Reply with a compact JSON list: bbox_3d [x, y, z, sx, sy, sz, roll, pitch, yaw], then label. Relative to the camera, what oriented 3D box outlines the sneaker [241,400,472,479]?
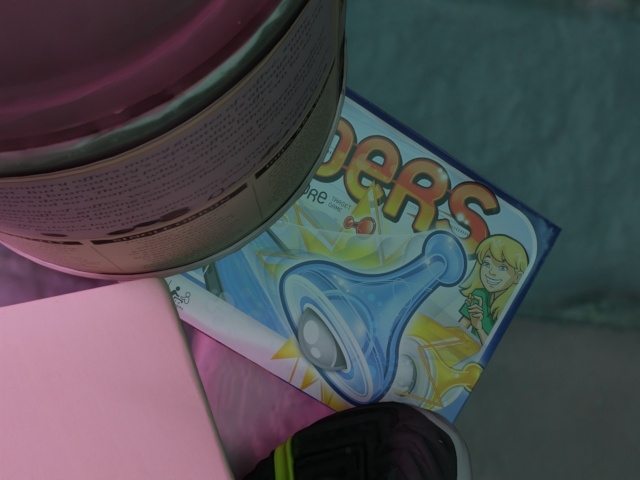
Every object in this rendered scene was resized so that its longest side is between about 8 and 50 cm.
[{"bbox_3d":[0.001,0.262,0.648,0.147,0.145,0.385,16,90,-35],"label":"sneaker"}]

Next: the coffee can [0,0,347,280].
[{"bbox_3d":[-0.088,-0.098,0.506,0.201,0.275,0.202,0,82,0],"label":"coffee can"}]

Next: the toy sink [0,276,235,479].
[{"bbox_3d":[-0.103,0.151,0.546,0.152,0.234,0.131,-12,137,-15],"label":"toy sink"}]

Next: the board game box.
[{"bbox_3d":[0.000,0.000,0.678,0.201,0.035,0.136,31,83,-13],"label":"board game box"}]
